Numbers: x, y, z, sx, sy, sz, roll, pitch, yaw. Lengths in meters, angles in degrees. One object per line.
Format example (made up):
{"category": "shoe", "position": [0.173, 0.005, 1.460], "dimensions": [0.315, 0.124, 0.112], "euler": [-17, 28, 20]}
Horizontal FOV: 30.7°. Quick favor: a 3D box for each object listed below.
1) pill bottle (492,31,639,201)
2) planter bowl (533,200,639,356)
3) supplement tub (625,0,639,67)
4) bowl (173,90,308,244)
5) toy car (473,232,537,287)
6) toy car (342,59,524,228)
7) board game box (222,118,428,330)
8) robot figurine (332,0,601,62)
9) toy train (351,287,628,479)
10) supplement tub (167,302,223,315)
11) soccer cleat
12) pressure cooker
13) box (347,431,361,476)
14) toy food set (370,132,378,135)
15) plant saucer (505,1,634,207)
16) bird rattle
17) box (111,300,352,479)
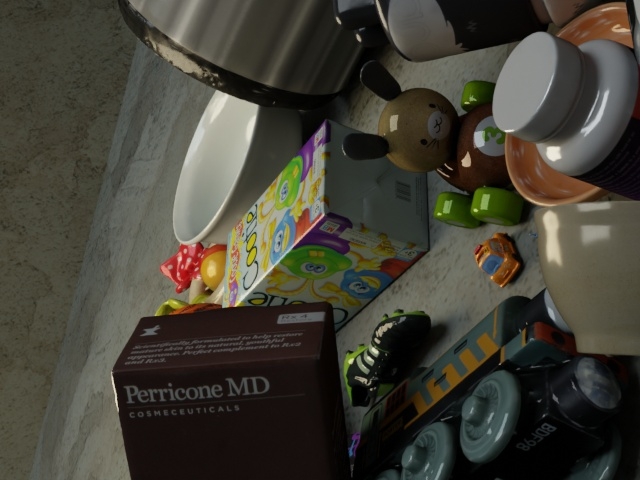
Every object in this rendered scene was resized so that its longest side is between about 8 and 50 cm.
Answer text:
{"category": "pill bottle", "position": [0.234, -0.091, 0.898], "dimensions": [0.108, 0.193, 0.108], "euler": [-47, 34, 46]}
{"category": "planter bowl", "position": [0.239, 0.033, 0.863], "dimensions": [0.162, 0.162, 0.109], "euler": [172, 102, -66]}
{"category": "supplement tub", "position": [0.307, -0.214, 0.821], "dimensions": [0.193, 0.193, 0.316], "euler": [-46, 33, 47]}
{"category": "bowl", "position": [-0.105, -0.112, 1.777], "dimensions": [0.298, 0.134, 0.298], "euler": [-48, 30, 41]}
{"category": "toy car", "position": [0.191, -0.004, 1.138], "dimensions": [0.122, 0.040, 0.060], "euler": [-48, 33, 46]}
{"category": "toy car", "position": [0.117, -0.112, 1.193], "dimensions": [0.149, 0.188, 0.155], "euler": [-4, 70, 66]}
{"category": "board game box", "position": [0.000, 0.000, 1.446], "dimensions": [0.275, 0.142, 0.144], "euler": [-46, 34, 47]}
{"category": "robot figurine", "position": [0.150, -0.278, 1.159], "dimensions": [0.278, 0.173, 0.209], "euler": [-10, 26, 22]}
{"category": "toy train", "position": [0.138, 0.168, 1.025], "dimensions": [0.334, 0.142, 0.190], "euler": [-51, 21, 42]}
{"category": "supplement tub", "position": [-0.123, 0.220, 1.489], "dimensions": [0.207, 0.207, 0.338], "euler": [-67, 24, 14]}
{"category": "soccer cleat", "position": [0.076, 0.132, 1.295], "dimensions": [0.179, 0.060, 0.072], "euler": [129, 140, -55]}
{"category": "pressure cooker", "position": [-0.050, -0.439, 1.598], "dimensions": [0.420, 0.370, 0.375], "euler": [-60, -2, 26]}
{"category": "box", "position": [0.054, 0.252, 1.241], "dimensions": [0.162, 0.029, 0.116], "euler": [-27, 29, 59]}
{"category": "toy food set", "position": [0.065, -0.109, 1.541], "dimensions": [0.122, 0.019, 0.078], "euler": [-141, 71, -74]}
{"category": "plant saucer", "position": [0.249, -0.119, 1.066], "dimensions": [0.200, 0.037, 0.200], "euler": [-39, 40, 42]}
{"category": "bird rattle", "position": [-0.163, 0.063, 1.873], "dimensions": [0.207, 0.143, 0.253], "euler": [-44, 21, 30]}
{"category": "box", "position": [-0.064, 0.261, 1.110], "dimensions": [0.143, 0.191, 0.381], "euler": [-75, -22, -73]}
